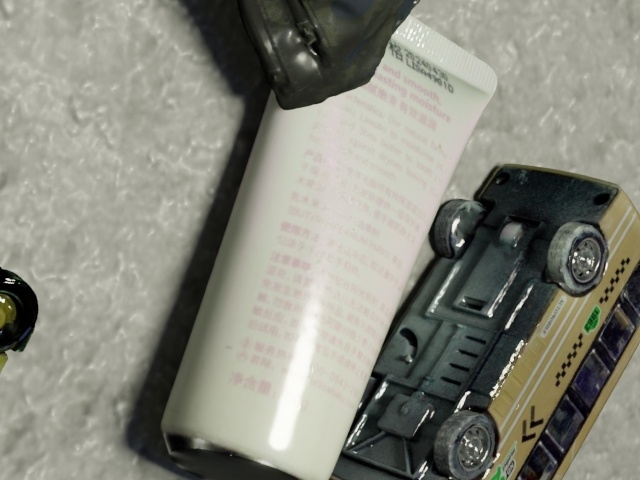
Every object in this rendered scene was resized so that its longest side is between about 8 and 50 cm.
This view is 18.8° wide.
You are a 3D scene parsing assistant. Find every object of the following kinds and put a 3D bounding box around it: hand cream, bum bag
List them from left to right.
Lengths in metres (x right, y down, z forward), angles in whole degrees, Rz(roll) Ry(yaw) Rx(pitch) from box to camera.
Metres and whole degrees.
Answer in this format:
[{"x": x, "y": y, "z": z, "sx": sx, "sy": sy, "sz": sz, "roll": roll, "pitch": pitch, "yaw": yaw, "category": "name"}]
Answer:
[{"x": -0.024, "y": -0.218, "z": 1.217, "sx": 0.137, "sy": 0.074, "sz": 0.310, "roll": -41, "pitch": 133, "yaw": -13, "category": "bum bag"}, {"x": 0.000, "y": 0.000, "z": 1.341, "sx": 0.185, "sy": 0.118, "sz": 0.358, "roll": 28, "pitch": 74, "yaw": -28, "category": "hand cream"}]

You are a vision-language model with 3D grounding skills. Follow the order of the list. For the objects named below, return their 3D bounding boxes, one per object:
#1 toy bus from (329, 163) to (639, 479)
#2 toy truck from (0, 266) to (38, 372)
[{"x": 0.134, "y": 0.094, "z": 1.435, "sx": 0.157, "sy": 0.139, "sz": 0.289, "roll": 47, "pitch": 67, "yaw": -39, "category": "toy bus"}, {"x": -0.298, "y": 0.025, "z": 1.101, "sx": 0.257, "sy": 0.127, "sz": 0.127, "roll": 24, "pitch": 98, "yaw": -37, "category": "toy truck"}]
